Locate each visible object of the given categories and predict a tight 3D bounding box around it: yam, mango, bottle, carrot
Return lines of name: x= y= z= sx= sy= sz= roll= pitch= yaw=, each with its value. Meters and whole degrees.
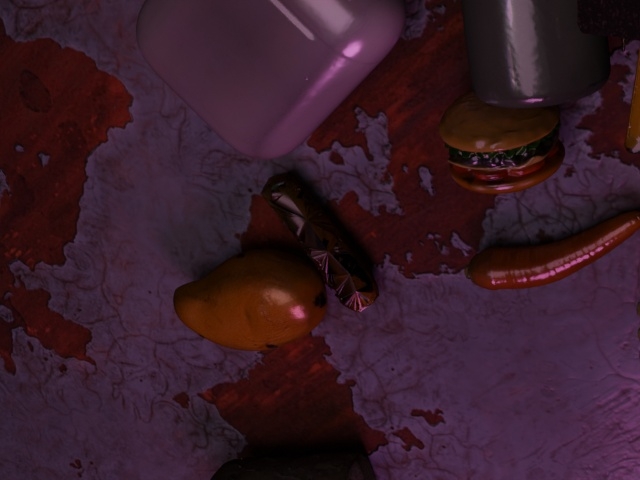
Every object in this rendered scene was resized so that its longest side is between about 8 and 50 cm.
yam: x=-0.035 y=0.414 z=2.289 sx=0.268 sy=0.161 sz=0.161 roll=-8 pitch=113 yaw=32
mango: x=-0.099 y=0.087 z=2.165 sx=0.262 sy=0.109 sz=0.157 roll=-6 pitch=124 yaw=38
bottle: x=0.235 y=-0.335 z=1.690 sx=0.168 sy=0.168 sz=0.347 roll=0 pitch=113 yaw=29
carrot: x=0.312 y=0.021 z=1.928 sx=0.271 sy=0.066 sz=0.062 roll=-13 pitch=154 yaw=31
carrot: x=0.000 y=0.000 z=2.082 sx=0.069 sy=0.069 sz=0.229 roll=-33 pitch=98 yaw=38

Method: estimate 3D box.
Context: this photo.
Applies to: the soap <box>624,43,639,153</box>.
soap: x=0.434 y=-0.254 z=1.602 sx=0.096 sy=0.204 sz=0.325 roll=23 pitch=126 yaw=32

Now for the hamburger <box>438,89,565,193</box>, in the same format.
hamburger: x=0.227 y=-0.129 z=1.824 sx=0.162 sy=0.162 sz=0.115 roll=4 pitch=124 yaw=28

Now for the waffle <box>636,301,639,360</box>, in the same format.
waffle: x=0.508 y=0.140 z=1.885 sx=0.207 sy=0.054 sz=0.214 roll=-10 pitch=107 yaw=37

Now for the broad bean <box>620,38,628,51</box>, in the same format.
broad bean: x=0.356 y=-0.380 z=1.657 sx=0.077 sy=0.061 sz=0.339 roll=22 pitch=127 yaw=34

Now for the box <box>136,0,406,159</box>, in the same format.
box: x=-0.070 y=-0.285 z=1.903 sx=0.289 sy=0.141 sz=0.349 roll=45 pitch=130 yaw=0

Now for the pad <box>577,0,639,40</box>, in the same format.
pad: x=0.347 y=-0.356 z=1.476 sx=0.220 sy=0.004 sz=0.330 roll=16 pitch=122 yaw=40
